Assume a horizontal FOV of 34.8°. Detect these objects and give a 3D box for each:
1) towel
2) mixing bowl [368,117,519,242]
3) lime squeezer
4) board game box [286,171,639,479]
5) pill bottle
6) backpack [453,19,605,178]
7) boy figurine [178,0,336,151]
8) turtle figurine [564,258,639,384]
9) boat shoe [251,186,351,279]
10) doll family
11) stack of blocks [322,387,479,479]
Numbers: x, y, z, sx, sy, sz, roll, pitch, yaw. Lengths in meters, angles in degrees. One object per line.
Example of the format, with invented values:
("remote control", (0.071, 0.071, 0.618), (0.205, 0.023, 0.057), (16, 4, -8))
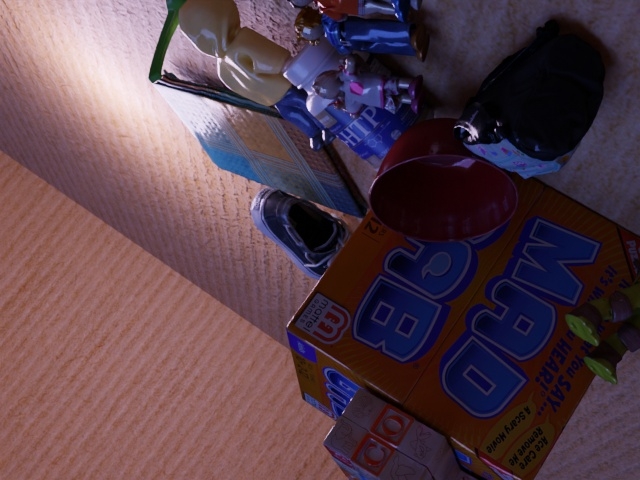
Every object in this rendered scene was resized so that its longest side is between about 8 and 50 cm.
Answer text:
("towel", (-0.104, -0.171, 1.799), (0.370, 0.040, 0.271), (20, 157, 37))
("mixing bowl", (0.152, -0.086, 1.260), (0.181, 0.098, 0.181), (4, 147, 2))
("lime squeezer", (-0.244, -0.356, 1.502), (0.059, 0.110, 0.310), (33, -157, -52))
("board game box", (0.205, 0.132, 1.447), (0.356, 0.356, 0.356), (32, 162, 15))
("pill bottle", (0.047, -0.188, 1.341), (0.186, 0.112, 0.112), (40, 162, -11))
("backpack", (0.223, -0.135, 1.105), (0.115, 0.152, 0.182), (35, 169, -9))
("boy figurine", (-0.084, -0.247, 1.474), (0.285, 0.092, 0.177), (40, 163, -8))
("turtle figurine", (0.393, 0.055, 1.200), (0.087, 0.217, 0.269), (47, 168, 46))
("boat shoe", (0.002, -0.004, 1.875), (0.105, 0.113, 0.306), (13, 158, 40))
("doll family", (0.040, -0.258, 1.187), (0.163, 0.118, 0.263), (11, 153, 17))
("stack of blocks", (0.128, 0.319, 1.325), (0.171, 0.087, 0.297), (25, 160, 29))
